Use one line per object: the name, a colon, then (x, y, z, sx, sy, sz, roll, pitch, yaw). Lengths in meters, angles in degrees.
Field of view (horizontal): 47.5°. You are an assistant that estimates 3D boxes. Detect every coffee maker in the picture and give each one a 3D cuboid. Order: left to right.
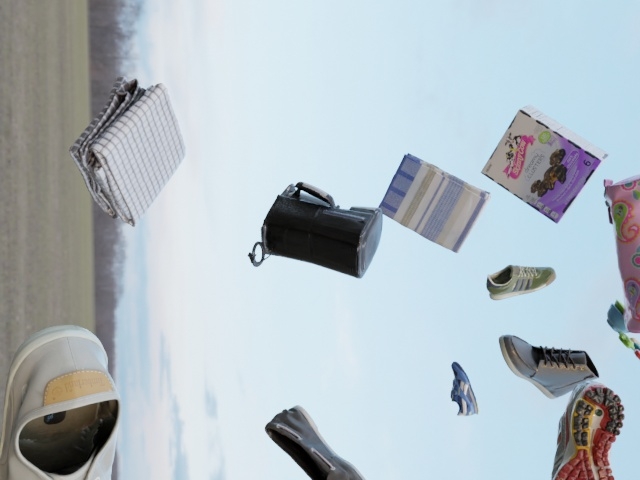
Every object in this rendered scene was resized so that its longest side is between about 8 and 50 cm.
coffee maker: (0.000, 0.000, 1.232, 0.120, 0.178, 0.171, 67, 42, -60)

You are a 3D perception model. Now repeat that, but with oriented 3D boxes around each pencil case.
pencil case: (0.575, 0.020, 1.277, 0.124, 0.124, 0.283, 161, -79, -72)

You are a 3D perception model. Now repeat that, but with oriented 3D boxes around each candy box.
candy box: (0.461, -0.159, 1.509, 0.196, 0.070, 0.164, 37, -55, 17)

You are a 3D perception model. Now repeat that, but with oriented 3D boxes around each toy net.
toy net: (0.627, 0.213, 1.379, 0.045, 0.232, 0.122, -43, -160, 15)

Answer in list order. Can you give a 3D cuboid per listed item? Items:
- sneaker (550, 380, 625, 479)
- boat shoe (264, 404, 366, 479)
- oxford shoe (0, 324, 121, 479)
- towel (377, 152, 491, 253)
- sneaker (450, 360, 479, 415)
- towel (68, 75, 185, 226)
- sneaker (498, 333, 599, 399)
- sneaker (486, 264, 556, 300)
sneaker: (0.390, 0.315, 1.073, 0.093, 0.088, 0.225, -36, 140, -82)
boat shoe: (-0.001, 0.511, 1.622, 0.335, 0.096, 0.112, 43, -41, 35)
oxford shoe: (-0.347, 0.320, 0.968, 0.130, 0.169, 0.449, 45, -49, 41)
towel: (0.334, -0.111, 2.154, 0.209, 0.285, 0.034, -64, 170, 16)
sneaker: (0.355, 0.380, 1.853, 0.053, 0.059, 0.144, 66, 6, -75)
towel: (-0.427, -0.199, 1.619, 0.235, 0.121, 0.283, -58, 162, -25)
sneaker: (0.463, 0.236, 1.476, 0.118, 0.222, 0.083, -33, -144, 32)
sneaker: (0.549, 0.101, 2.007, 0.064, 0.192, 0.086, -93, 159, -51)
